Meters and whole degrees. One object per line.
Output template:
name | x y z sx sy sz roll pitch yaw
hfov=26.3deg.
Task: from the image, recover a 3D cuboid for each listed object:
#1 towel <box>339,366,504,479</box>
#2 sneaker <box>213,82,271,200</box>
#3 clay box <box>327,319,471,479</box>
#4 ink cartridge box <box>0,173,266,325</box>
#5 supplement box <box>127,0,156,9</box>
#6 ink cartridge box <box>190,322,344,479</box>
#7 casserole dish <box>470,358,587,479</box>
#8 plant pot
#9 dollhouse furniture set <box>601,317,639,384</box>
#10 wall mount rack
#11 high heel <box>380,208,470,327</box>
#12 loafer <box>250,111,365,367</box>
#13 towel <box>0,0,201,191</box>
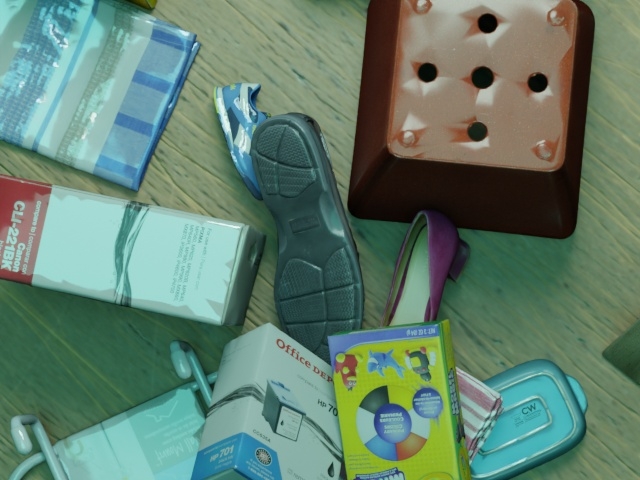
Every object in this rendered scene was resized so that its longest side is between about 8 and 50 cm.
towel | 0.100 0.225 1.540 0.144 0.029 0.197 31 87 31
sneaker | -0.080 -0.118 1.595 0.059 0.053 0.144 -17 85 0
clay box | 0.088 0.203 1.475 0.127 0.053 0.222 -8 90 20
ink cartridge box | -0.211 0.015 1.518 0.273 0.197 0.114 11 87 5
supplement box | -0.328 -0.437 1.564 0.356 0.195 0.194 23 87 4
ink cartridge box | -0.049 0.208 1.479 0.139 0.082 0.190 37 45 -26
casserole dish | 0.215 0.210 1.558 0.188 0.037 0.114 -25 84 0
plant pot | 0.170 -0.156 1.492 0.267 0.236 0.267 6 85 3
dollhouse furniture set | 0.437 0.101 1.559 0.144 0.123 0.151 40 53 5
wall mount rack | -0.186 0.292 1.527 0.350 0.130 0.304 -25 85 2
high heel | 0.091 0.086 1.513 0.082 0.117 0.244 26 84 33
loafer | 0.000 0.000 1.559 0.109 0.095 0.302 -8 100 23
towel | -0.307 -0.203 1.625 0.285 0.034 0.209 23 88 5
